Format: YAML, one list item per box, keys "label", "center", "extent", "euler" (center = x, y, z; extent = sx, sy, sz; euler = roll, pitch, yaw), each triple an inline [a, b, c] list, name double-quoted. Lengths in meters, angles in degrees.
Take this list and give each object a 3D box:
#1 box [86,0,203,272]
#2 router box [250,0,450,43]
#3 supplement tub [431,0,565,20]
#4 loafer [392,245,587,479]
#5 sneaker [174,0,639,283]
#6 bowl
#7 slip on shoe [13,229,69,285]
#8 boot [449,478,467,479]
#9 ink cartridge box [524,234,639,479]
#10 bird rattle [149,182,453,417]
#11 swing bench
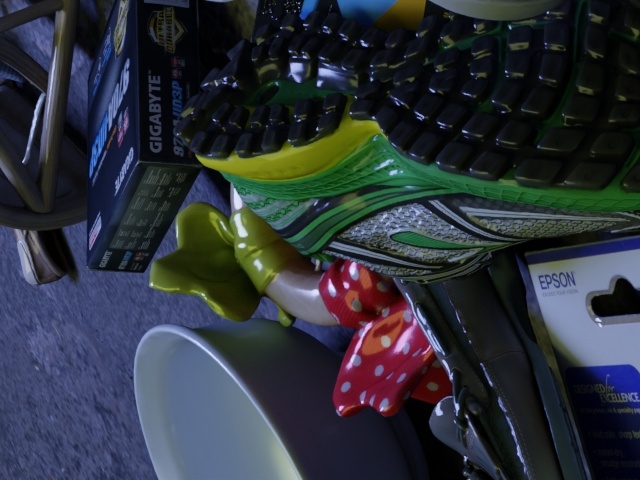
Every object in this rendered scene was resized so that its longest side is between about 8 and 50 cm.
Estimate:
- label: "box"
  center: [-0.138, -0.094, 1.401]
  extent: [0.220, 0.051, 0.175]
  euler: [128, 143, -63]
- label: "router box"
  center: [0.030, -0.121, 1.063]
  extent: [0.133, 0.046, 0.179]
  euler: [26, 146, 8]
- label: "supplement tub"
  center: [0.100, -0.200, 0.799]
  extent: [0.144, 0.144, 0.200]
  euler: [58, 155, 15]
- label: "loafer"
  center: [0.092, 0.085, 1.048]
  extent: [0.096, 0.084, 0.267]
  euler: [68, -174, -54]
- label: "sneaker"
  center: [0.087, -0.049, 0.980]
  extent: [0.343, 0.134, 0.146]
  euler: [5, 145, 46]
- label: "bowl"
  center: [-0.011, 0.174, 1.379]
  extent: [0.298, 0.134, 0.298]
  euler: [45, 148, 38]
- label: "slip on shoe"
  center: [-0.295, -0.021, 1.885]
  extent: [0.041, 0.051, 0.135]
  euler: [-10, 97, 24]
- label: "boot"
  center: [0.122, 0.230, 1.290]
  extent: [0.106, 0.037, 0.114]
  euler: [19, 133, 61]
- label: "ink cartridge box"
  center: [0.224, 0.168, 0.965]
  extent: [0.176, 0.069, 0.371]
  euler: [-12, 98, 65]
- label: "bird rattle"
  center: [0.000, 0.000, 1.219]
  extent: [0.253, 0.143, 0.207]
  euler: [27, 120, 49]
- label: "swing bench"
  center: [-0.319, -0.159, 1.653]
  extent: [0.253, 0.165, 0.255]
  euler: [39, 145, 43]
